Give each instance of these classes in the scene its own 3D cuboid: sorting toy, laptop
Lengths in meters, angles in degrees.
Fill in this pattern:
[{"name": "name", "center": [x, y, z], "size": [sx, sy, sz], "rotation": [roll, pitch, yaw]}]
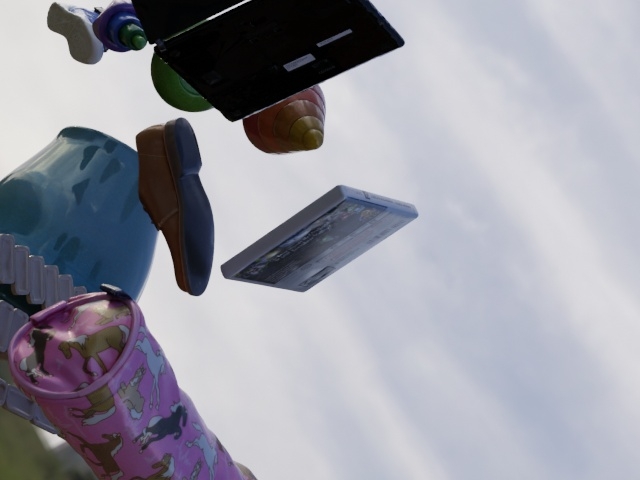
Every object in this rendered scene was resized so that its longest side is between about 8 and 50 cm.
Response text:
[{"name": "sorting toy", "center": [-0.122, -0.198, 2.340], "size": [0.365, 0.127, 0.126], "rotation": [27, 10, -31]}, {"name": "laptop", "center": [-0.075, -0.285, 2.010], "size": [0.264, 0.234, 0.136], "rotation": [41, 33, -49]}]

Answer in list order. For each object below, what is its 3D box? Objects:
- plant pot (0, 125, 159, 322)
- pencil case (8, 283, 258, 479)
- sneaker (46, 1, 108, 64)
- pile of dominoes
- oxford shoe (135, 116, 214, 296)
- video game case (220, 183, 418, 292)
[{"name": "plant pot", "center": [-0.337, -0.005, 2.432], "size": [0.272, 0.255, 0.271], "rotation": [25, -23, 11]}, {"name": "pencil case", "center": [-0.194, 0.219, 2.019], "size": [0.160, 0.167, 0.386], "rotation": [-2, -41, 27]}, {"name": "sneaker", "center": [-0.301, -0.274, 2.428], "size": [0.152, 0.085, 0.058], "rotation": [40, -62, 50]}, {"name": "pile of dominoes", "center": [-0.348, 0.122, 2.187], "size": [0.040, 0.196, 0.251], "rotation": [-3, -24, 27]}, {"name": "oxford shoe", "center": [-0.176, -0.035, 2.163], "size": [0.076, 0.076, 0.212], "rotation": [-1, 81, -67]}, {"name": "video game case", "center": [0.000, 0.000, 2.171], "size": [0.190, 0.173, 0.022], "rotation": [-34, -113, 25]}]
